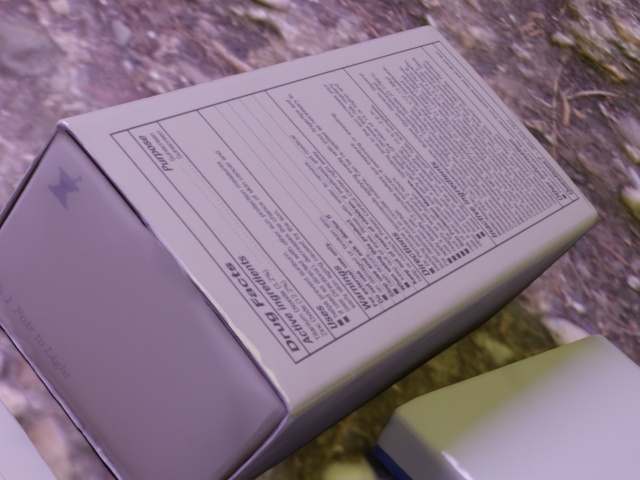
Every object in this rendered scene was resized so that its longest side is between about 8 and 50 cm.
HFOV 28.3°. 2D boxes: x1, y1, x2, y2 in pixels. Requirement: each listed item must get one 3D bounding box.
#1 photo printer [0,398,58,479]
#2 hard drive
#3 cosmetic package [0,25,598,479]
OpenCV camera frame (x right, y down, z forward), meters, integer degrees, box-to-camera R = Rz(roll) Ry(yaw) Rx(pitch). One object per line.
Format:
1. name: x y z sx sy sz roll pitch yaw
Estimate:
1. photo printer: -0.119 0.202 0.336 0.307 0.107 0.256 51 37 11
2. hard drive: 0.202 0.179 0.639 0.210 0.040 0.318 -10 45 -48
3. cosmetic package: 0.000 0.000 0.647 0.160 0.113 0.309 51 38 12
